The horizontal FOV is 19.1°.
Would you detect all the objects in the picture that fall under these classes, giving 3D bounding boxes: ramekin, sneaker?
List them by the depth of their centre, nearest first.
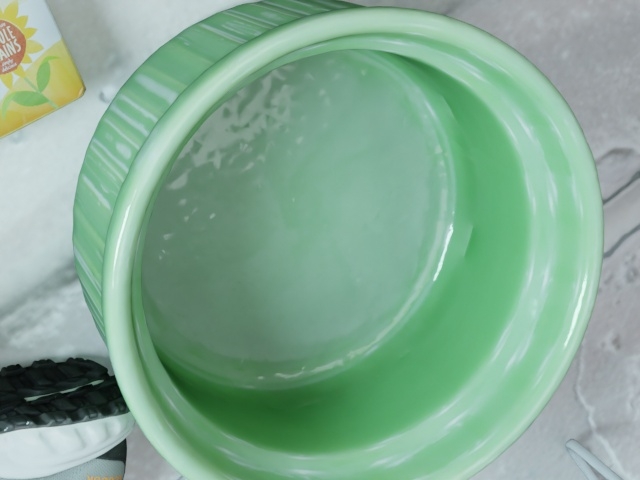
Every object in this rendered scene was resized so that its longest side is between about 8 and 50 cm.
[{"bbox_3d":[-0.236,0.144,1.096,0.271,0.100,0.108,-5,114,-22],"label":"sneaker"},{"bbox_3d":[0.000,0.000,1.121,0.303,0.148,0.303,-7,109,-21],"label":"ramekin"}]

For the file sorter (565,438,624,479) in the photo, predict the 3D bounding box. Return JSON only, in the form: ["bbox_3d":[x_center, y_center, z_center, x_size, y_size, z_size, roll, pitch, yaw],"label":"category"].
[{"bbox_3d":[0.146,0.303,1.269,0.278,0.173,0.193,-41,119,-6],"label":"file sorter"}]

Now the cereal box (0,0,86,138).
[{"bbox_3d":[-0.251,-0.148,1.021,0.173,0.047,0.240,-28,115,-13],"label":"cereal box"}]
